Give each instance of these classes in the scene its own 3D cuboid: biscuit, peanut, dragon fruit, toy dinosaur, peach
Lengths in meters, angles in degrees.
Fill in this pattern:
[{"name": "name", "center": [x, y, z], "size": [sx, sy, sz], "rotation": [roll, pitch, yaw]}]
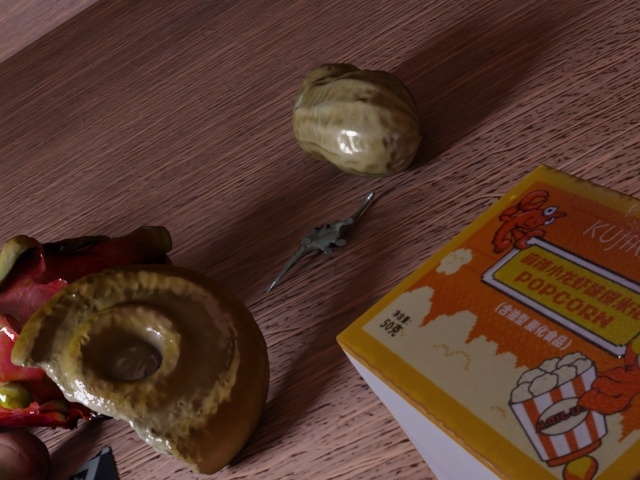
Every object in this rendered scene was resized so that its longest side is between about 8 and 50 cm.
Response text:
[{"name": "biscuit", "center": [-0.179, 0.116, 1.235], "size": [0.274, 0.091, 0.213], "rotation": [19, 53, 18]}, {"name": "peanut", "center": [0.042, -0.163, 1.530], "size": [0.147, 0.147, 0.305], "rotation": [-40, 23, -9]}, {"name": "dragon fruit", "center": [-0.316, 0.109, 1.418], "size": [0.307, 0.243, 0.227], "rotation": [-6, 5, -42]}, {"name": "toy dinosaur", "center": [0.004, 0.000, 1.411], "size": [0.180, 0.037, 0.058], "rotation": [-33, 3, -9]}, {"name": "peach", "center": [-0.356, 0.261, 1.357], "size": [0.083, 0.083, 0.083], "rotation": [-27, 28, 16]}]

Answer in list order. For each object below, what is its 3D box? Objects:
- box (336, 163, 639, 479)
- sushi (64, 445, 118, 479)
[{"name": "box", "center": [0.204, 0.129, 0.725], "size": [0.214, 0.259, 0.283], "rotation": [-39, 27, -10]}, {"name": "sushi", "center": [-0.325, 0.355, 1.198], "size": [0.292, 0.059, 0.294], "rotation": [-38, 26, -6]}]
